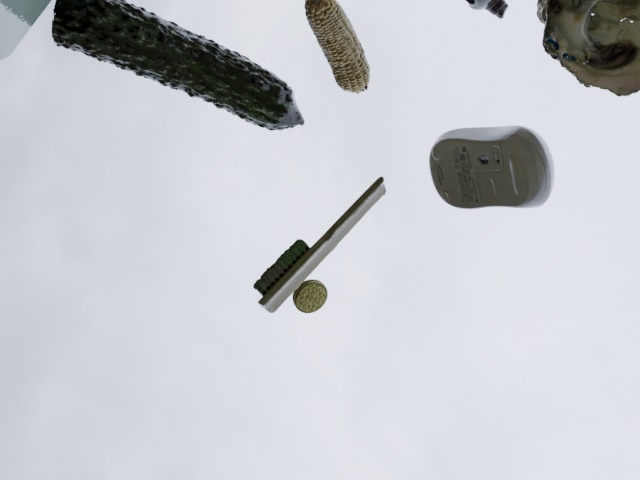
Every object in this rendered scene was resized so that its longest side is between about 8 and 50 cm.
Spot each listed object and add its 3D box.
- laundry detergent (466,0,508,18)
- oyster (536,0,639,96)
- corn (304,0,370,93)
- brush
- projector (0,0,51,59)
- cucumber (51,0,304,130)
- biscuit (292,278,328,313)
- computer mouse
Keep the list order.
[{"bbox_3d":[0.317,-0.553,1.293,0.222,0.144,0.078,38,-57,-12],"label":"laundry detergent"},{"bbox_3d":[0.471,-0.332,0.969,0.214,0.083,0.222,-11,-92,26],"label":"oyster"},{"bbox_3d":[0.040,-0.465,1.421,0.101,0.291,0.101,-13,-122,21],"label":"corn"},{"bbox_3d":[0.000,0.000,0.969,0.282,0.054,0.048,-45,-113,-7],"label":"brush"},{"bbox_3d":[-0.349,-0.334,0.627,0.198,0.108,0.250,-66,-169,-19],"label":"projector"},{"bbox_3d":[-0.183,-0.247,0.840,0.096,0.360,0.096,-159,-90,-82],"label":"cucumber"},{"bbox_3d":[-0.023,0.127,1.368,0.084,0.084,0.023,-64,-147,14],"label":"biscuit"},{"bbox_3d":[0.362,-0.156,1.255,0.297,0.121,0.184,4,-63,60],"label":"computer mouse"}]
